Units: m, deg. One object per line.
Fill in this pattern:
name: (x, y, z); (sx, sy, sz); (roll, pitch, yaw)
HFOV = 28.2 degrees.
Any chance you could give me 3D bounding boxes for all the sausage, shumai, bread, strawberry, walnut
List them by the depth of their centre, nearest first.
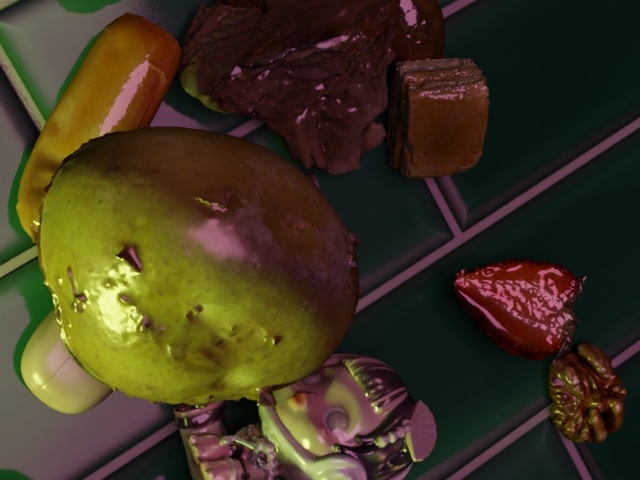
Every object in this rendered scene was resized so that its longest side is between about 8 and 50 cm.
sausage: (-0.324, -0.152, 1.825); (0.134, 0.116, 0.354); (29, 84, 0)
shumai: (-0.020, -0.259, 1.928); (0.346, 0.217, 0.283); (-26, 140, 7)
bread: (0.181, -0.182, 1.978); (0.138, 0.102, 0.196); (-3, 131, -10)
strawberry: (0.310, 0.116, 2.073); (0.228, 0.098, 0.174); (2, 88, -17)
walnut: (0.452, 0.262, 2.141); (0.143, 0.069, 0.170); (-30, 103, -19)

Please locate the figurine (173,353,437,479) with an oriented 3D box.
figurine: (-0.028, 0.297, 1.894); (0.361, 0.211, 0.253); (-22, 60, -13)

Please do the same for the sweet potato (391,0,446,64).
sweet potato: (0.076, -0.436, 1.972); (0.130, 0.130, 0.422); (-30, 95, -18)

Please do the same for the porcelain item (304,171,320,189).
porcelain item: (0.000, 0.000, 1.980); (0.084, 0.054, 0.213); (-13, 94, -21)

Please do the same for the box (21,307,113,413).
box: (-0.336, 0.152, 1.837); (0.146, 0.088, 0.200); (43, 76, -16)

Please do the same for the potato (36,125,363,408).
potato: (-0.136, 0.045, 1.722); (0.442, 0.319, 0.385); (23, 78, -40)
